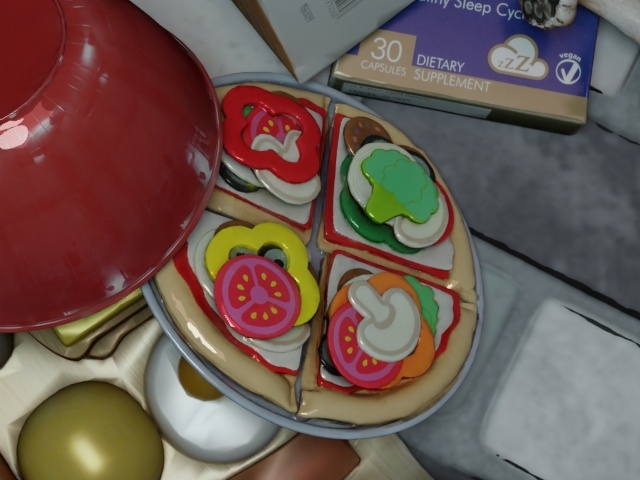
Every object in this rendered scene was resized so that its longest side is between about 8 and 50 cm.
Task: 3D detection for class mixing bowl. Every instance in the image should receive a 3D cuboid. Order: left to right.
[{"bbox_3d":[-0.143,-0.060,0.772,0.181,0.098,0.181,-5,61,9],"label":"mixing bowl"}]

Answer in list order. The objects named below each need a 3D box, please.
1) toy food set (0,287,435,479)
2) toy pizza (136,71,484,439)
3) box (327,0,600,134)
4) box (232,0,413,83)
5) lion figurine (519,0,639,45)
[{"bbox_3d":[-0.109,0.068,0.835,0.220,0.092,0.306,-34,85,-8],"label":"toy food set"},{"bbox_3d":[0.000,0.000,0.833,0.201,0.032,0.201,16,56,-24],"label":"toy pizza"},{"bbox_3d":[0.090,-0.179,0.915,0.136,0.036,0.225,10,79,-2],"label":"box"},{"bbox_3d":[-0.035,-0.184,0.840,0.091,0.130,0.170,-38,70,-1],"label":"box"},{"bbox_3d":[0.276,-0.047,0.850,0.240,0.142,0.392,-13,73,-38],"label":"lion figurine"}]
